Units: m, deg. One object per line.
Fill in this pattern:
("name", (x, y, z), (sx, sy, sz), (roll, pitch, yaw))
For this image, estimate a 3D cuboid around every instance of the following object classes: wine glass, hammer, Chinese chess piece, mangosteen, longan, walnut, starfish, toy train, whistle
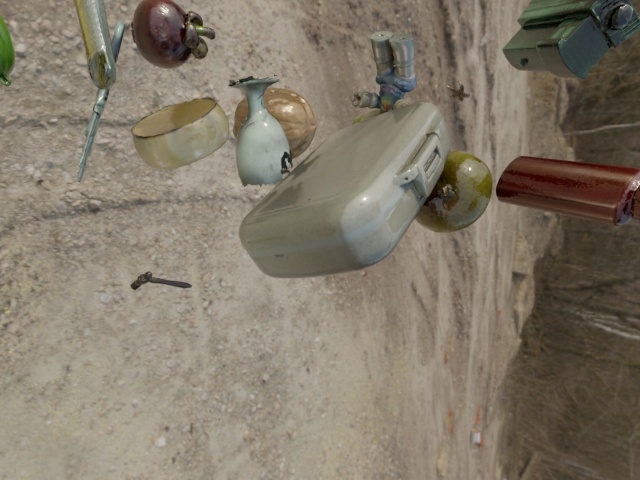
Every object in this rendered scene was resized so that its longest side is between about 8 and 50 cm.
("wine glass", (-0.193, -0.343, 1.381), (0.190, 0.190, 0.358), (-31, 118, -52))
("hammer", (-0.389, 0.106, 1.071), (0.021, 0.065, 0.178), (63, 15, 20))
("Chinese chess piece", (-0.375, -0.293, 1.156), (0.257, 0.257, 0.104), (-54, 138, -39))
("mangosteen", (-0.473, -0.667, 1.388), (0.257, 0.215, 0.215), (0, 94, -14))
("longan", (0.236, -0.088, 0.789), (0.176, 0.145, 0.155), (-14, 120, -60))
("walnut", (-0.181, -0.480, 1.788), (0.306, 0.343, 0.307), (4, 90, -72))
("starfish", (0.493, -0.531, 1.530), (0.078, 0.091, 0.028), (121, -8, -67))
("toy train", (0.566, -0.488, 1.014), (0.138, 0.330, 0.178), (37, 102, -20))
("whistle", (-0.468, -0.469, 0.871), (0.057, 0.068, 0.327), (-9, 79, -37))

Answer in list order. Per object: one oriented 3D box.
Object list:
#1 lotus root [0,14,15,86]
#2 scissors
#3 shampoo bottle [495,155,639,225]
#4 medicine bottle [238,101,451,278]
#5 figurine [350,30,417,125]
("lotus root", (-0.735, -0.408, 0.921), (0.186, 0.186, 0.186), (-9, 101, -56))
("scissors", (-0.535, -0.321, 1.031), (0.029, 0.256, 0.384), (16, 61, -29))
("shampoo bottle", (0.423, -0.081, 0.687), (0.102, 0.260, 0.064), (-48, 125, -13))
("medicine bottle", (0.052, -0.089, 0.688), (0.375, 0.282, 0.123), (-51, 120, -43))
("figurine", (0.193, -0.301, 1.036), (0.205, 0.224, 0.382), (-46, 160, -33))
